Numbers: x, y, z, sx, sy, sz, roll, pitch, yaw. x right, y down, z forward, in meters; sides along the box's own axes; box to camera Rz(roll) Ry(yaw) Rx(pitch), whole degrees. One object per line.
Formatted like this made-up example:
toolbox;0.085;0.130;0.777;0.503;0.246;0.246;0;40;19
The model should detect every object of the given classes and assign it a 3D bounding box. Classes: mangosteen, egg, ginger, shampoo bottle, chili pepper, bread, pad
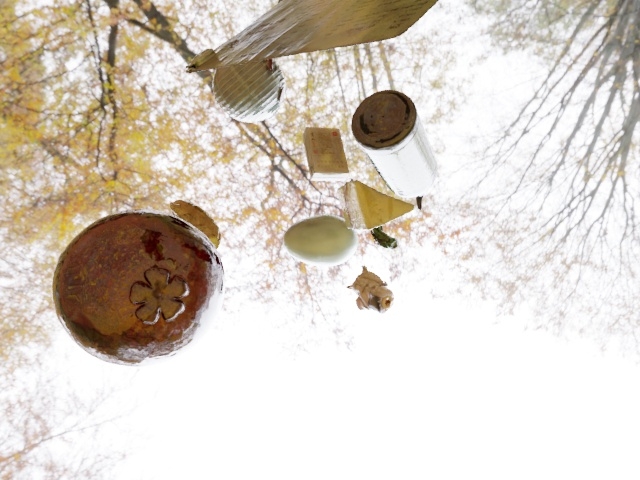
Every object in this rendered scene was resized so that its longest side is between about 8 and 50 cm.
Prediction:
mangosteen;-0.256;0.064;0.618;0.257;0.215;0.215;-4;-131;58
egg;0.000;0.000;1.533;0.264;0.183;0.182;1;-122;4
ginger;-0.328;-0.052;1.141;0.081;0.115;0.205;-32;-137;-24
shampoo bottle;0.144;-0.139;0.752;0.101;0.284;0.101;-8;-109;23
chili pepper;0.208;-0.028;1.477;0.073;0.050;0.182;-19;-140;7
bread;0.125;-0.088;1.155;0.178;0.266;0.142;36;-94;-5
pad;0.003;-0.192;0.357;0.265;0.009;0.159;17;-123;45

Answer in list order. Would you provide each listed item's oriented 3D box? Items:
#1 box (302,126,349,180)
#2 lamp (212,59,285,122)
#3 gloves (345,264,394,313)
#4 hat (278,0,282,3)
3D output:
box;0.018;-0.317;1.599;0.141;0.058;0.201;-3;-112;-20
lamp;-0.220;-0.487;1.391;0.233;0.233;0.265;-21;-152;3
gloves;0.146;0.145;1.224;0.094;0.110;0.144;-22;-132;-24
hat;0.002;-0.713;1.331;0.266;0.265;0.128;-26;-147;-1
